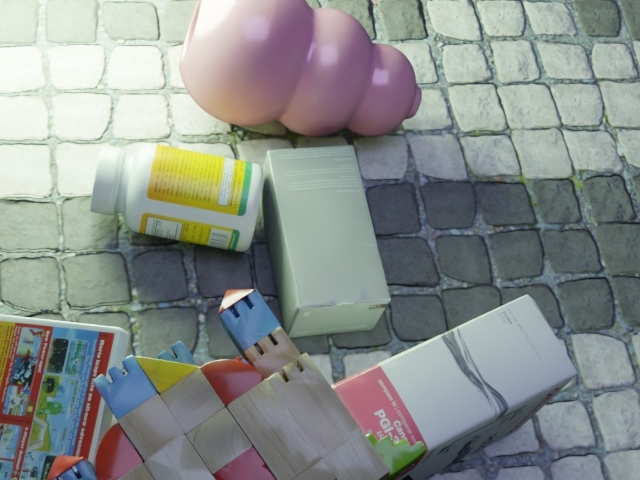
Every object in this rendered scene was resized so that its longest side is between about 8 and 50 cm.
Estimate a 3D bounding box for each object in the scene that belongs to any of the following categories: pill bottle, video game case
[{"bbox_3d":[-0.185,-0.060,1.550,0.208,0.118,0.118,10,59,-7],"label":"pill bottle"},{"bbox_3d":[-0.361,0.183,1.326,0.285,0.025,0.204,5,74,19],"label":"video game case"}]

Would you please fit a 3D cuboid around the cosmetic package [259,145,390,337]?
[{"bbox_3d":[0.000,0.000,1.571,0.127,0.107,0.238,-2,65,-15],"label":"cosmetic package"}]

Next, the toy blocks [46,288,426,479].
[{"bbox_3d":[-0.123,0.214,1.210,0.381,0.191,0.261,-34,75,-11],"label":"toy blocks"}]

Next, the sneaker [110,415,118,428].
[{"bbox_3d":[-0.173,0.247,1.389,0.315,0.127,0.182,41,49,15],"label":"sneaker"}]

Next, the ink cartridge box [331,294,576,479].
[{"bbox_3d":[0.134,0.198,1.427,0.283,0.207,0.117,-22,69,-23],"label":"ink cartridge box"}]

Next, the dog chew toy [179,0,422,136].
[{"bbox_3d":[-0.020,-0.235,1.650,0.331,0.206,0.207,17,58,-14],"label":"dog chew toy"}]

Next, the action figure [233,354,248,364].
[{"bbox_3d":[-0.098,0.165,1.497,0.115,0.030,0.038,-26,75,-23],"label":"action figure"}]

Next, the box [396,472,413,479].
[{"bbox_3d":[0.120,0.410,1.319,0.103,0.184,0.261,-31,72,-29],"label":"box"}]
